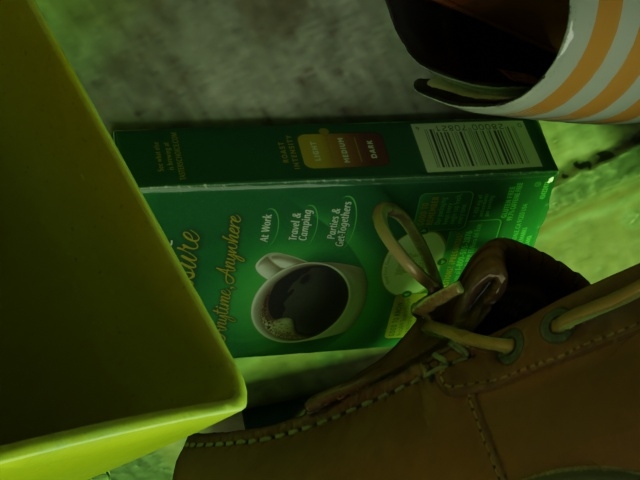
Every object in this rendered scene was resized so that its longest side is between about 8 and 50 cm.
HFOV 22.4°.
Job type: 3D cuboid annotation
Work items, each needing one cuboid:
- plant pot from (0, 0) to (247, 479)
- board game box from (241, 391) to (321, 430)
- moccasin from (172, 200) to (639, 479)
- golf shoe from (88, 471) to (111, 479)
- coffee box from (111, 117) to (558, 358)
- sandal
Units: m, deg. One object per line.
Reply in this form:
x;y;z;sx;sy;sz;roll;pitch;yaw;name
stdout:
-0.181;0.010;0.465;0.187;0.212;0.212;-33;169;18;plant pot
0.092;0.124;0.847;0.243;0.042;0.165;-13;138;-2;board game box
0.087;0.056;0.628;0.139;0.147;0.380;15;154;-39;moccasin
-0.187;0.137;0.767;0.176;0.069;0.086;-6;143;-8;golf shoe
0.000;0.000;0.689;0.184;0.040;0.113;-4;138;-13;coffee box
0.054;-0.084;0.570;0.265;0.076;0.102;17;158;-24;sandal
